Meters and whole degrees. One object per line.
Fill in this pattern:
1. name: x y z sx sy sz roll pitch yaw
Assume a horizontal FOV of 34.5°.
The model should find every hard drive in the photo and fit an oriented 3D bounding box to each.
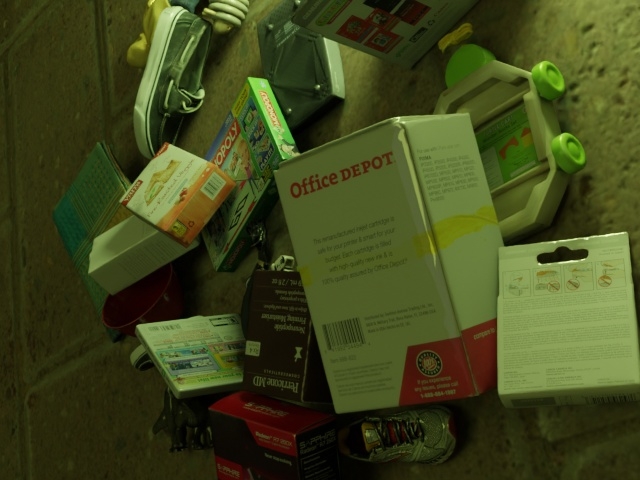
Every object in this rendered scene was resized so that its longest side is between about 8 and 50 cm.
1. hard drive: -0.035 -0.332 1.901 0.172 0.054 0.255 -34 59 40

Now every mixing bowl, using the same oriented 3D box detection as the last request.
1. mixing bowl: -0.344 0.133 2.097 0.181 0.098 0.181 -27 35 21

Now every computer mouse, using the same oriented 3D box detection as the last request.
1. computer mouse: -0.117 0.088 1.861 0.184 0.060 0.262 -102 7 -75

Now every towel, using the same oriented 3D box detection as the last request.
1. towel: -0.465 0.003 2.288 0.271 0.040 0.370 -48 62 32

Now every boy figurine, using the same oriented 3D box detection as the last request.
1. boy figurine: -0.324 -0.470 2.235 0.285 0.092 0.177 -51 52 31

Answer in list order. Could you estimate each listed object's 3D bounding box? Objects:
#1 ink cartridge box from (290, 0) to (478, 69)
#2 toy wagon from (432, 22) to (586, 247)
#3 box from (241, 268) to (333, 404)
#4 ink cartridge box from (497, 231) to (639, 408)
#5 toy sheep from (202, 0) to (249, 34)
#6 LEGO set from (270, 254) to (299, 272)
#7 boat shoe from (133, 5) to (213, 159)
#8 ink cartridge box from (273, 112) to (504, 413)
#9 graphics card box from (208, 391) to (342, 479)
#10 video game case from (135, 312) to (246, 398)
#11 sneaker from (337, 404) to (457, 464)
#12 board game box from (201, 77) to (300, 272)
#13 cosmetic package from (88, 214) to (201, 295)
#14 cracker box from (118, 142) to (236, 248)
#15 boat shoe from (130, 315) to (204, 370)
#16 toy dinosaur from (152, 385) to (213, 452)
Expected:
1. ink cartridge box: 0.126 -0.437 1.575 0.309 0.271 0.130 -42 53 35
2. toy wagon: 0.250 -0.162 1.531 0.267 0.068 0.345 -30 60 41
3. box: -0.007 0.157 1.677 0.168 0.167 0.203 0 82 49
4. ink cartridge box: 0.325 0.106 1.357 0.181 0.056 0.225 -7 55 20
5. toy sheep: -0.186 -0.478 2.082 0.091 0.091 0.132 19 90 49
6. LEGO set: 0.000 0.000 1.772 0.227 0.087 0.093 -45 48 41
7. boat shoe: -0.303 -0.313 2.152 0.119 0.121 0.335 22 117 18
8. ink cartridge box: 0.117 0.035 1.492 0.279 0.160 0.385 -16 88 46
9. graphics card box: -0.061 0.445 1.655 0.232 0.094 0.371 6 106 48
10. video game case: -0.201 0.204 1.857 0.193 0.212 0.023 47 130 43
11. sneaker: 0.115 0.302 1.564 0.225 0.092 0.088 -24 64 43
12. board game box: -0.151 -0.120 1.957 0.317 0.046 0.214 -56 45 38
13. cosmetic package: -0.357 0.003 2.099 0.231 0.085 0.117 -30 35 20
14. cracker box: -0.279 -0.091 1.982 0.156 0.067 0.232 -54 35 -8
15. boat shoe: -0.299 0.227 2.073 0.228 0.080 0.076 -31 71 33
16. toy dinosaur: -0.255 0.322 1.983 0.313 0.121 0.160 133 135 -70
